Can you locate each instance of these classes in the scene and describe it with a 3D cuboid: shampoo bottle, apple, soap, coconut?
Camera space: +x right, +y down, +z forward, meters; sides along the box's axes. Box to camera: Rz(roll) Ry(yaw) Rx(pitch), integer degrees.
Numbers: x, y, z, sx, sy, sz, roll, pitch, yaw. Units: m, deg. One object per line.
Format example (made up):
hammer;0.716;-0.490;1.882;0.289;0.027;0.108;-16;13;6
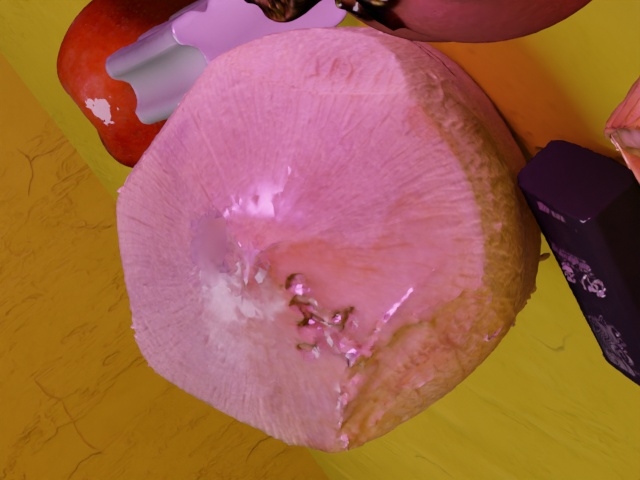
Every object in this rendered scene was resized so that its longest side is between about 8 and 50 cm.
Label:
shampoo bottle;0.260;0.052;1.328;0.098;0.071;0.309;30;160;49
apple;-0.183;-0.192;1.818;0.218;0.201;0.218;54;176;5
soap;-0.098;-0.195;1.557;0.087;0.160;0.265;57;162;-11
coconut;0.000;0.000;1.323;0.346;0.346;0.360;47;-156;10

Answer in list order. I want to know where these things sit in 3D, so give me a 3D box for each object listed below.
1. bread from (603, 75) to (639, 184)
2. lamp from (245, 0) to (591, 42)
bread;0.270;-0.033;0.874;0.240;0.139;0.240;45;170;10
lamp;0.031;-0.231;0.859;0.305;0.240;0.305;45;167;14
